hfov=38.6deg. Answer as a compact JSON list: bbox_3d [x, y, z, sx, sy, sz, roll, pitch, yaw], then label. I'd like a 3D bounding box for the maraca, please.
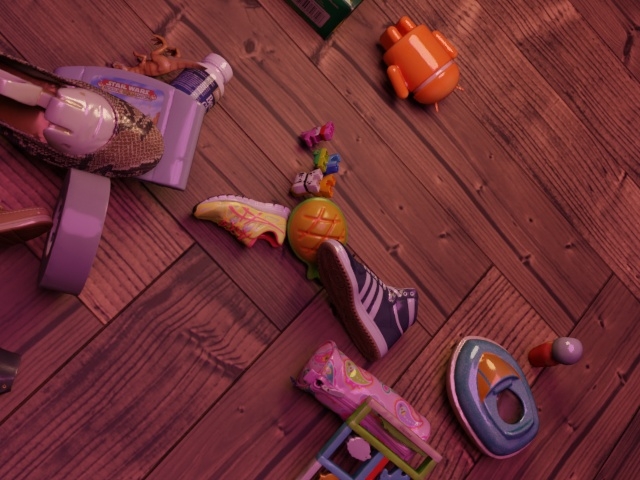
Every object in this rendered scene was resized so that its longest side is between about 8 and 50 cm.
[{"bbox_3d":[0.000,0.000,1.888,0.127,0.099,0.185,-22,110,-9],"label":"maraca"}]

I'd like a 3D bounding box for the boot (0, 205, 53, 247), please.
[{"bbox_3d":[-0.604,-0.086,1.601,0.262,0.095,0.203,-10,74,5],"label":"boot"}]

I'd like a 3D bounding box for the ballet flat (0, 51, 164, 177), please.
[{"bbox_3d":[-0.515,-0.243,1.614,0.483,0.182,0.164,24,84,-1],"label":"ballet flat"}]

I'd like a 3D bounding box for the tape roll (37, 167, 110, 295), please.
[{"bbox_3d":[-0.438,-0.016,1.620,0.072,0.219,0.219,16,69,-20],"label":"tape roll"}]

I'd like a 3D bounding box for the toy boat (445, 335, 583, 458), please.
[{"bbox_3d":[0.420,0.297,1.964,0.318,0.148,0.267,-28,88,-28],"label":"toy boat"}]

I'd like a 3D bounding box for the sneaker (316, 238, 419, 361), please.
[{"bbox_3d":[0.103,0.093,1.880,0.153,0.099,0.282,-35,113,-28],"label":"sneaker"}]

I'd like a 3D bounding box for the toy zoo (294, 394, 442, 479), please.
[{"bbox_3d":[0.069,0.466,1.756,0.192,0.030,0.293,41,90,-12],"label":"toy zoo"}]

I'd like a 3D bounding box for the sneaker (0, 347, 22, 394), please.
[{"bbox_3d":[-0.595,0.268,1.543,0.118,0.083,0.222,26,65,-16],"label":"sneaker"}]

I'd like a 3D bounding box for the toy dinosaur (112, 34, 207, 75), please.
[{"bbox_3d":[-0.311,-0.357,1.846,0.211,0.064,0.112,-4,56,13],"label":"toy dinosaur"}]

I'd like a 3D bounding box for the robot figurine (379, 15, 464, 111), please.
[{"bbox_3d":[0.229,-0.402,2.092,0.219,0.128,0.158,50,34,-3],"label":"robot figurine"}]

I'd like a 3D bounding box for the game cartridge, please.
[{"bbox_3d":[-0.379,-0.222,1.738,0.297,0.062,0.198,13,89,-3],"label":"game cartridge"}]

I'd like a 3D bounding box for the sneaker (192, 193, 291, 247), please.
[{"bbox_3d":[-0.156,-0.034,1.835,0.208,0.081,0.094,8,74,-23],"label":"sneaker"}]

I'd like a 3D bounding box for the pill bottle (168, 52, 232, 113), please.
[{"bbox_3d":[-0.255,-0.302,1.857,0.094,0.094,0.169,42,63,-8],"label":"pill bottle"}]

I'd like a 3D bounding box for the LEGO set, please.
[{"bbox_3d":[-0.021,-0.145,1.925,0.227,0.093,0.087,-76,149,-49],"label":"LEGO set"}]

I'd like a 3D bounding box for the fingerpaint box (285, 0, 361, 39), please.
[{"bbox_3d":[-0.016,-0.746,2.056,0.445,0.163,0.371,43,63,-8],"label":"fingerpaint box"}]

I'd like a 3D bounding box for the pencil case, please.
[{"bbox_3d":[0.083,0.324,1.814,0.284,0.124,0.124,41,63,-12],"label":"pencil case"}]
